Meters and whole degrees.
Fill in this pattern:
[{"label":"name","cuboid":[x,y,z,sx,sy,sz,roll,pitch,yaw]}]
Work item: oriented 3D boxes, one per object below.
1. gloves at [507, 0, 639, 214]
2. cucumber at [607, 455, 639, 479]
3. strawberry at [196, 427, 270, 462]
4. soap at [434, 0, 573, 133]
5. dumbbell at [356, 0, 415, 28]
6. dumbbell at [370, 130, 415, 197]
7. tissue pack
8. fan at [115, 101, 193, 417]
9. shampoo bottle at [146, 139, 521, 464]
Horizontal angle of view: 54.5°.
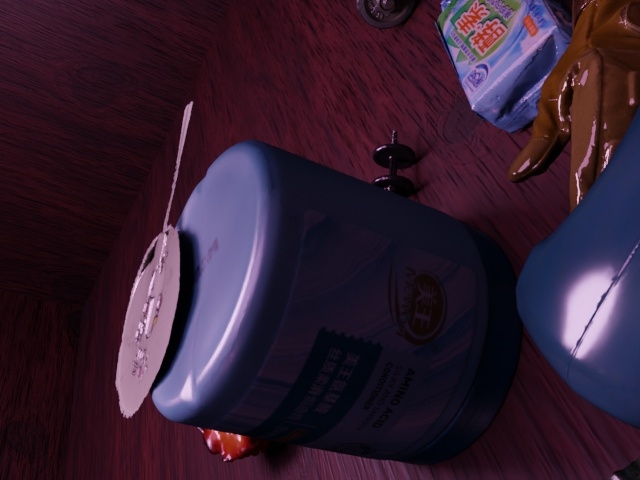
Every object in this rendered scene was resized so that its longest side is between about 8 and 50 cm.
[{"label":"gloves","cuboid":[0.288,-0.127,0.597,0.141,0.154,0.331,-20,49,58]},{"label":"cucumber","cuboid":[0.278,0.236,0.483,0.116,0.062,0.115,-61,26,15]},{"label":"strawberry","cuboid":[-0.138,0.234,1.151,0.265,0.149,0.336,-38,52,36]},{"label":"soap","cuboid":[0.247,-0.283,0.837,0.156,0.077,0.293,-47,36,37]},{"label":"dumbbell","cuboid":[0.109,-0.489,1.193,0.110,0.110,0.255,-55,26,28]},{"label":"dumbbell","cuboid":[0.114,-0.107,0.974,0.069,0.069,0.147,-28,49,52]},{"label":"tissue pack","cuboid":[0.297,0.012,0.438,0.288,0.198,0.206,-60,28,15]},{"label":"fan","cuboid":[-0.200,0.014,0.790,0.233,0.012,0.415,-11,67,58]},{"label":"shampoo bottle","cuboid":[0.003,0.083,0.765,0.331,0.342,0.331,-40,40,44]}]
